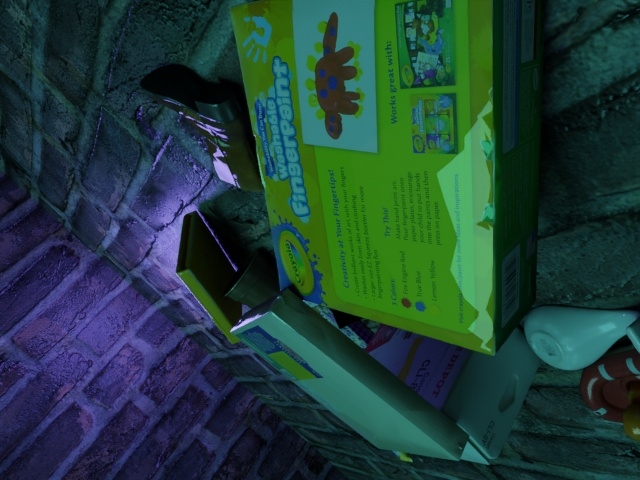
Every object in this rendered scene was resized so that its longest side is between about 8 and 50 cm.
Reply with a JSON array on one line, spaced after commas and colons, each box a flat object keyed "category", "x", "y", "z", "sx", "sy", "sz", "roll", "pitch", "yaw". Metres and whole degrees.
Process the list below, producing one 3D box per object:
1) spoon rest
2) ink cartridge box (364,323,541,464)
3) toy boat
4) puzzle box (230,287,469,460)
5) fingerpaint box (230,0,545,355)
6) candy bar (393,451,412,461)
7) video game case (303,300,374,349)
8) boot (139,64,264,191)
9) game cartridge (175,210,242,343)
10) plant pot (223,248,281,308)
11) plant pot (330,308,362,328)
[{"category": "spoon rest", "x": 0.472, "y": 0.169, "z": 0.883, "sx": 0.137, "sy": 0.084, "sz": 0.276, "roll": 59, "pitch": 160, "yaw": 3}, {"category": "ink cartridge box", "x": 0.245, "y": 0.307, "z": 1.114, "sx": 0.160, "sy": 0.279, "sz": 0.385, "roll": 48, "pitch": 148, "yaw": -12}, {"category": "toy boat", "x": 0.557, "y": 0.274, "z": 0.857, "sx": 0.151, "sy": 0.151, "sz": 0.231, "roll": 38, "pitch": 150, "yaw": 2}, {"category": "puzzle box", "x": 0.036, "y": 0.255, "z": 0.915, "sx": 0.409, "sy": 0.052, "sz": 0.272, "roll": 40, "pitch": 152, "yaw": -8}, {"category": "fingerpaint box", "x": 0.092, "y": -0.114, "z": 0.688, "sx": 0.371, "sy": 0.163, "sz": 0.444, "roll": 10, "pitch": 118, "yaw": 39}, {"category": "candy bar", "x": 0.143, "y": 0.438, "z": 1.103, "sx": 0.161, "sy": 0.018, "sz": 0.040, "roll": 47, "pitch": 149, "yaw": -15}, {"category": "video game case", "x": 0.029, "y": 0.246, "z": 1.496, "sx": 0.232, "sy": 0.041, "sz": 0.210, "roll": 43, "pitch": 151, "yaw": -9}, {"category": "boot", "x": -0.254, "y": -0.246, "z": 1.124, "sx": 0.264, "sy": 0.096, "sz": 0.280, "roll": 17, "pitch": 152, "yaw": 20}, {"category": "game cartridge", "x": -0.326, "y": 0.112, "z": 1.505, "sx": 0.053, "sy": 0.285, "sz": 0.323, "roll": -20, "pitch": 128, "yaw": 5}, {"category": "plant pot", "x": -0.171, "y": 0.139, "z": 1.466, "sx": 0.165, "sy": 0.166, "sz": 0.167, "roll": 36, "pitch": 151, "yaw": -13}, {"category": "plant pot", "x": 0.101, "y": 0.036, "z": 0.978, "sx": 0.188, "sy": 0.187, "sz": 0.166, "roll": -33, "pitch": 89, "yaw": 41}]
